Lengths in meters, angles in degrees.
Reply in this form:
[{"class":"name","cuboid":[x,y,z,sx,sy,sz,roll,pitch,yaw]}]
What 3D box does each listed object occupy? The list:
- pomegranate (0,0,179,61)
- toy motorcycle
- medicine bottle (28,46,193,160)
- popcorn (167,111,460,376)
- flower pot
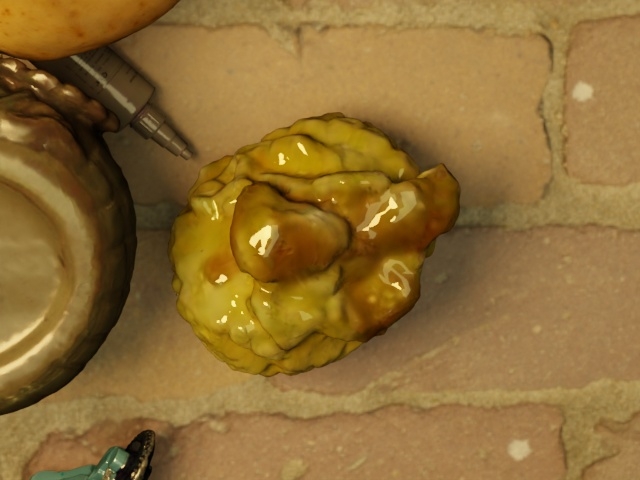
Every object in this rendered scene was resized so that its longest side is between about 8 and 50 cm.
[{"class":"pomegranate","cuboid":[-0.220,-0.292,1.257,0.307,0.307,0.307,-2,104,-6]},{"class":"toy motorcycle","cuboid":[-0.230,0.301,1.445,0.124,0.182,0.272,33,54,-16]},{"class":"medicine bottle","cuboid":[-0.190,-0.138,1.414,0.199,0.057,0.057,40,97,-15]},{"class":"popcorn","cuboid":[0.000,0.000,1.384,0.251,0.237,0.206,-21,97,40]},{"class":"flower pot","cuboid":[-0.288,-0.017,1.278,0.302,0.213,0.301,-3,105,-10]}]
